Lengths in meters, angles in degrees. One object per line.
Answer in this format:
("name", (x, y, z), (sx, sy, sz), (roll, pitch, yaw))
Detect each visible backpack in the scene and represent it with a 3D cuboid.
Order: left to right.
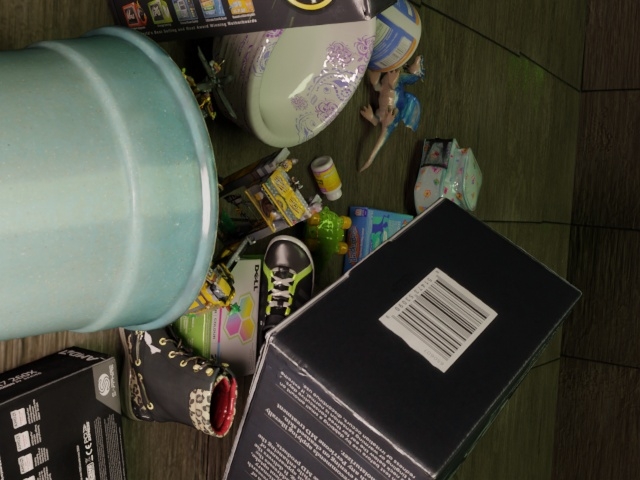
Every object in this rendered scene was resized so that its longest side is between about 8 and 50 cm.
("backpack", (0.296, -0.127, 1.834), (0.188, 0.144, 0.166), (-66, 148, -21))

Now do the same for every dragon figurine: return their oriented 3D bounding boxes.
("dragon figurine", (0.158, -0.278, 1.652), (0.144, 0.085, 0.289), (12, 83, -56))

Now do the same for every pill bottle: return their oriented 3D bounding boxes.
("pill bottle", (0.014, -0.118, 1.495), (0.043, 0.043, 0.083), (-56, 136, -36))
("pill bottle", (0.062, -0.418, 1.428), (0.272, 0.152, 0.152), (12, 84, -56))

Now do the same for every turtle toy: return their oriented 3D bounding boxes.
("turtle toy", (0.000, 0.000, 1.470), (0.095, 0.066, 0.130), (7, 91, -33))

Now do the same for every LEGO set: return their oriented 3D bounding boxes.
("LEGO set", (-0.143, -0.078, 1.036), (0.331, 0.192, 0.255), (60, 34, -11))

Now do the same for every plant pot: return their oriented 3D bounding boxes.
("plant pot", (-0.335, -0.037, 0.757), (0.334, 0.341, 0.341), (-15, 107, -47))

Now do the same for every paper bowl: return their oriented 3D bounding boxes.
("paper bowl", (-0.055, -0.300, 1.218), (0.284, 0.148, 0.284), (-40, 153, -26))

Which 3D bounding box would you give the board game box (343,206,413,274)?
("board game box", (0.127, 0.015, 1.680), (0.210, 0.047, 0.160), (7, 89, -56))

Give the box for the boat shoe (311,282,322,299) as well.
("boat shoe", (-0.018, 0.134, 1.411), (0.097, 0.116, 0.324), (-44, 149, 4))

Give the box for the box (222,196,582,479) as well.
("box", (0.117, 0.264, 1.281), (0.480, 0.297, 0.472), (-36, 156, -41))

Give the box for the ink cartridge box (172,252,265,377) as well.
("ink cartridge box", (-0.136, 0.116, 1.257), (0.255, 0.097, 0.189), (-1, 95, -56))

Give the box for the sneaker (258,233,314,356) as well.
("sneaker", (-0.055, 0.109, 1.225), (0.097, 0.084, 0.235), (-81, 175, -79))

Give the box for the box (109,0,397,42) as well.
("box", (-0.122, -0.411, 0.933), (0.097, 0.394, 0.318), (-44, 130, -46))

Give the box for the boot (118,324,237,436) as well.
("boot", (-0.197, 0.152, 1.094), (0.085, 0.178, 0.237), (-4, 99, -57))

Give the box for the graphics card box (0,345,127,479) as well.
("graphics card box", (-0.393, 0.289, 0.900), (0.371, 0.094, 0.233), (-20, 111, -53))
